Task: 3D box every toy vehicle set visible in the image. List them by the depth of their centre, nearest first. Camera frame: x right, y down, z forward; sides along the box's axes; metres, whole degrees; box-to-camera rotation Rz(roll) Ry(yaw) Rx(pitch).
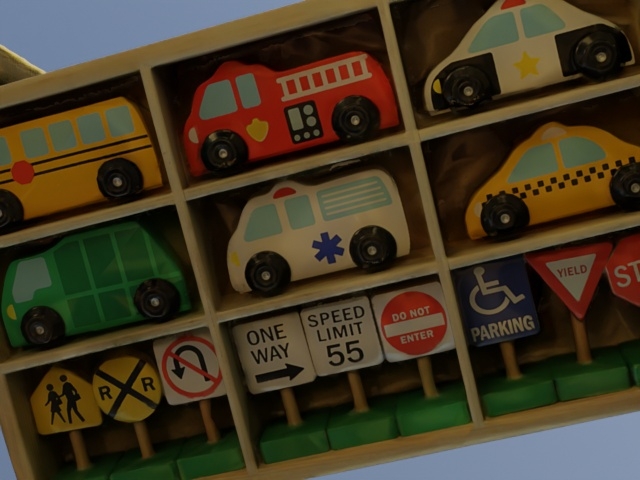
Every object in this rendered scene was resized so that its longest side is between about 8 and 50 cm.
[{"bbox_3d":[0.000,0.000,0.369,0.266,0.035,0.166,-14,-81,8],"label":"toy vehicle set"}]

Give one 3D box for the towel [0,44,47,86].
[{"bbox_3d":[-0.251,-0.019,0.730,0.324,0.312,0.056,27,-134,16],"label":"towel"}]
